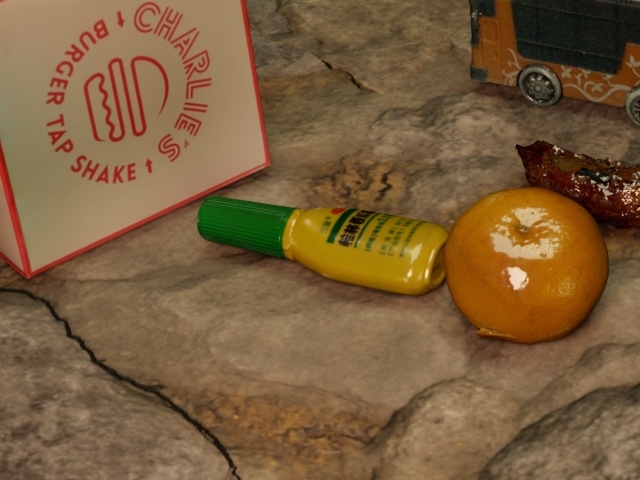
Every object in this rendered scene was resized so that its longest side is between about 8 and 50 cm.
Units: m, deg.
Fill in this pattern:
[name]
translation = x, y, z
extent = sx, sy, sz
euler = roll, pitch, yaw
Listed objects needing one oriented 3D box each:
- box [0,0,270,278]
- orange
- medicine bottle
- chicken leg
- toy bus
[box]
translation = -0.273, -0.199, 2.083
extent = 0.312, 0.314, 0.300
euler = -27, 37, -26
[orange]
translation = 0.191, 0.026, 1.858
extent = 0.154, 0.134, 0.155
euler = -3, 59, 4
[medicine bottle]
translation = 0.000, 0.000, 1.971
extent = 0.260, 0.064, 0.095
euler = 10, 39, 24
[chicken leg]
translation = 0.297, -0.056, 2.002
extent = 0.234, 0.063, 0.105
euler = 6, 32, 19
[toy bus]
translation = 0.303, -0.235, 2.165
extent = 0.275, 0.167, 0.138
euler = 13, 40, 27
